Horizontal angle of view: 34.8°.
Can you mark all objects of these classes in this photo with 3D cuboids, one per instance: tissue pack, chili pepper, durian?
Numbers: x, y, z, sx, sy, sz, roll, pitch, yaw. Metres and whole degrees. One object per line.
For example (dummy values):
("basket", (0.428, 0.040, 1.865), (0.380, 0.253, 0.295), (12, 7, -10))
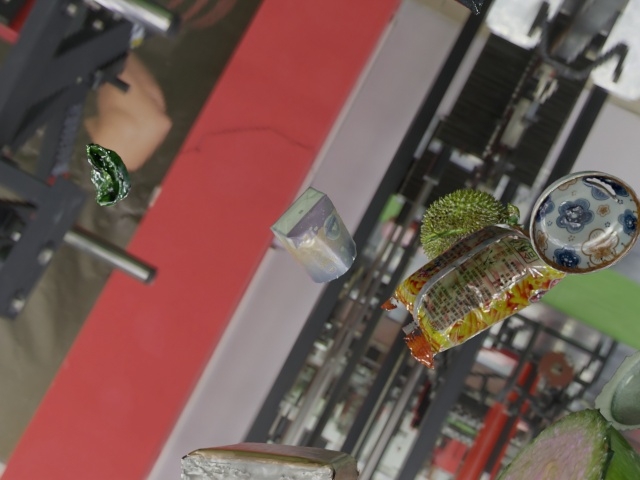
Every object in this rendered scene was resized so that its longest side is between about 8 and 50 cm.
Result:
("tissue pack", (-0.070, 0.407, 1.455), (0.238, 0.239, 0.305), (26, 175, 11))
("chili pepper", (-0.369, -0.122, 1.763), (0.062, 0.108, 0.216), (-11, -169, -14))
("durian", (0.283, -0.027, 2.017), (0.159, 0.198, 0.146), (48, 171, -10))

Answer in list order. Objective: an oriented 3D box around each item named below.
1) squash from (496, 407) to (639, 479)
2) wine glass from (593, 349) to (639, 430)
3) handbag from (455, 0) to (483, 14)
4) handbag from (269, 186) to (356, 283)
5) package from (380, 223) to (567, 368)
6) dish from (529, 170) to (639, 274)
("squash", (0.330, 0.391, 1.104), (0.309, 0.310, 0.310), (36, 172, -1))
("wine glass", (0.572, 0.299, 1.416), (0.323, 0.238, 0.238), (50, 168, -7))
("handbag", (0.217, -0.533, 1.761), (0.254, 0.211, 0.089), (31, 173, 13))
("handbag", (0.000, 0.000, 1.847), (0.095, 0.117, 0.173), (32, 163, 46))
("package", (0.237, 0.060, 1.561), (0.108, 0.288, 0.223), (63, 177, -20))
("dish", (0.326, -0.036, 1.285), (0.141, 0.141, 0.078), (30, -156, -17))
